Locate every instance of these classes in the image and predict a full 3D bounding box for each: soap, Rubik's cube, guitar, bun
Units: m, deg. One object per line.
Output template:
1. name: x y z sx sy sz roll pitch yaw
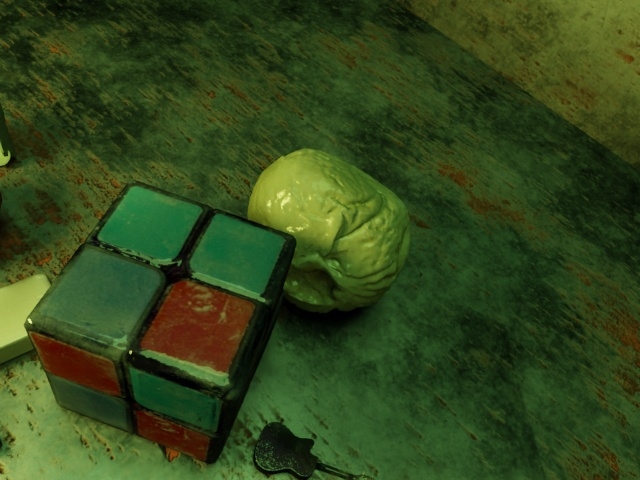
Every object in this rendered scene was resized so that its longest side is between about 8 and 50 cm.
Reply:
1. soap: -0.564 0.146 0.971 0.183 0.064 0.121 -25 64 -31
2. Rubik's cube: -0.248 0.139 0.909 0.318 0.313 0.316 19 49 0
3. guitar: -0.007 0.401 0.962 0.233 0.025 0.088 20 48 -1
4. bun: 0.000 0.000 1.086 0.348 0.353 0.227 2 35 18

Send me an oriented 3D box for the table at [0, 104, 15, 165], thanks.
1. table: -0.793 -0.226 1.150 0.198 0.167 0.167 -15 58 -17

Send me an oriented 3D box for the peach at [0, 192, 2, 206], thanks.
1. peach: -0.724 -0.048 1.003 0.214 0.214 0.236 -1 70 -18

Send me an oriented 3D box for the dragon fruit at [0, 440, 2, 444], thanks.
1. dragon fruit: -0.619 0.273 0.826 0.246 0.125 0.125 30 35 -11
